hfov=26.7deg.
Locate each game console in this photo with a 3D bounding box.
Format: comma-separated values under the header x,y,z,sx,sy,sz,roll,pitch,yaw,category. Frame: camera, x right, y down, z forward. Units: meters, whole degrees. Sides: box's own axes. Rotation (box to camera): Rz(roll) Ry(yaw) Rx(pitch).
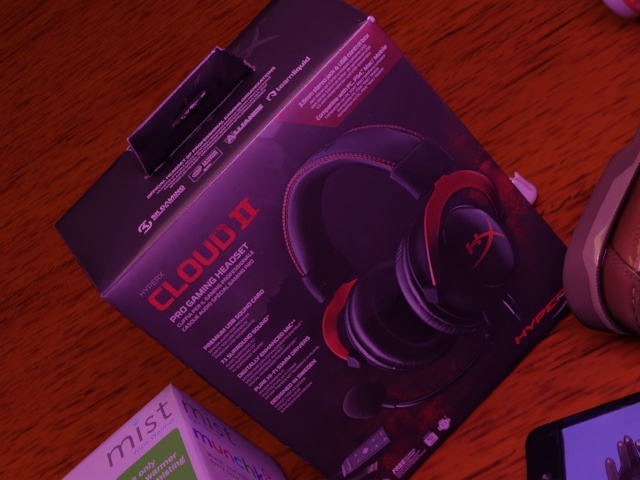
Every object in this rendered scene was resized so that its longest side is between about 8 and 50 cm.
x,y,z,sx,sy,sz,roll,pitch,yaw,category
0.156,0.118,0.748,0.122,0.071,0.107,-24,41,27,game console

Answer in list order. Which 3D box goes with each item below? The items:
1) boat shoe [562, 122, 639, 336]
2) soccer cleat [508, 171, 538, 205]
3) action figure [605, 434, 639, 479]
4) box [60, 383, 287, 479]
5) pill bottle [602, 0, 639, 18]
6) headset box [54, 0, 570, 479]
x,y,z,sx,sy,sz,roll,pitch,yaw,category
0.257,-0.073,0.819,0.104,0.111,0.307,9,72,46,boat shoe
0.117,-0.032,0.971,0.083,0.035,0.029,-8,50,41,soccer cleat
0.222,0.178,0.546,0.276,0.141,0.164,15,59,42,action figure
-0.121,0.265,0.843,0.262,0.127,0.231,-41,37,8,box
0.283,-0.237,0.943,0.194,0.108,0.108,-19,43,33,pill bottle
0.000,0.000,0.835,0.218,0.293,0.110,-46,34,-1,headset box
